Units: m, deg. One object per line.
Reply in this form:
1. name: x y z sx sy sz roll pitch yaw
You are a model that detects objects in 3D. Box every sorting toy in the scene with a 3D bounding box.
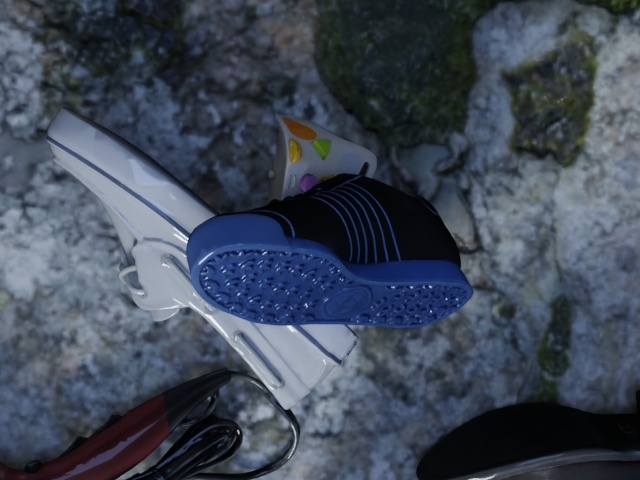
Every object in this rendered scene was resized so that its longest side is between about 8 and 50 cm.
1. sorting toy: 0.002 -0.040 1.058 0.075 0.045 0.083 6 99 -26

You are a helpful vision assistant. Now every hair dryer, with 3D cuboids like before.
1. hair dryer: -0.181 0.168 1.065 0.293 0.080 0.223 22 80 -14

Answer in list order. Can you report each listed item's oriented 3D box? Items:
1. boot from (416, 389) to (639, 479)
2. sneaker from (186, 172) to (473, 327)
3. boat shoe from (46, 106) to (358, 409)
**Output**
1. boot: 0.212 0.230 1.096 0.263 0.091 0.229 -9 108 3
2. sneaker: 0.000 0.000 0.989 0.232 0.090 0.081 11 138 -44
3. boat shoe: -0.092 0.017 1.025 0.258 0.095 0.084 40 89 -9
